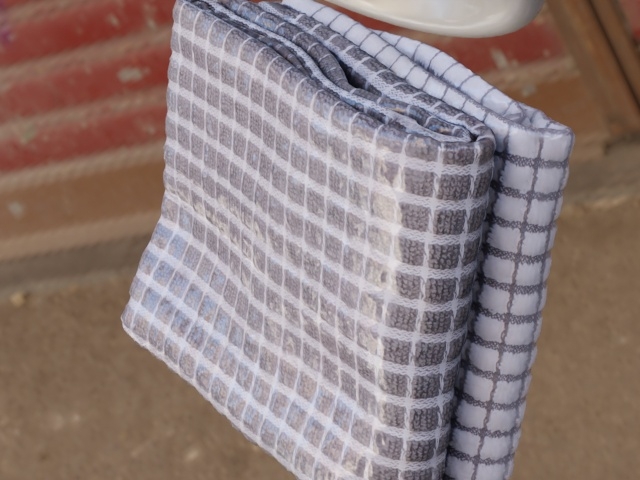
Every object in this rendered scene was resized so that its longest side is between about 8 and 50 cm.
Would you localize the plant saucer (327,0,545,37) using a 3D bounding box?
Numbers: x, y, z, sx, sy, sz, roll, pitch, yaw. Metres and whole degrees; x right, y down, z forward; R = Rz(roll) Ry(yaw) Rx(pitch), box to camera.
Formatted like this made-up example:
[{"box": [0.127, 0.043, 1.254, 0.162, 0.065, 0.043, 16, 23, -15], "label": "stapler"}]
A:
[{"box": [-0.019, -0.273, 1.077, 0.400, 0.400, 0.100, 18, 76, 52], "label": "plant saucer"}]

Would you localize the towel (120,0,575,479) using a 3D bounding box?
[{"box": [0.000, 0.000, 0.948, 0.121, 0.235, 0.284, -12, 29, -33], "label": "towel"}]
